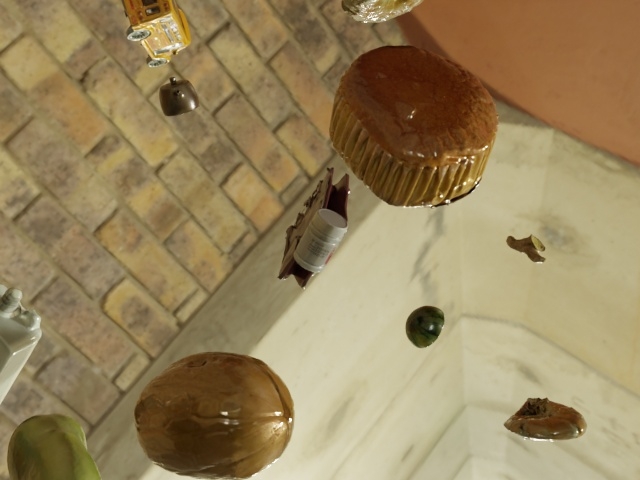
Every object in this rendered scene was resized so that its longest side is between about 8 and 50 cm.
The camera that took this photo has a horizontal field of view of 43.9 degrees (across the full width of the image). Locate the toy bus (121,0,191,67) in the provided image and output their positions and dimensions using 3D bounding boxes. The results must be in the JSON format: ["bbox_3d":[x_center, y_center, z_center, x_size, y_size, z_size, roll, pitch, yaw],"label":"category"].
[{"bbox_3d":[-0.218,-0.290,1.057,0.162,0.074,0.070,88,-16,-85],"label":"toy bus"}]

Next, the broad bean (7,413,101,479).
[{"bbox_3d":[-0.276,0.252,0.824,0.174,0.082,0.125,45,-50,54],"label":"broad bean"}]

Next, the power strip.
[{"bbox_3d":[-0.465,0.168,1.086,0.098,0.058,0.338,48,-51,8],"label":"power strip"}]

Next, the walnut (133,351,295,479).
[{"bbox_3d":[-0.133,0.220,0.999,0.207,0.167,0.167,-5,-40,25],"label":"walnut"}]

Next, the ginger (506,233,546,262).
[{"bbox_3d":[0.407,0.008,1.553,0.097,0.048,0.030,38,-14,43],"label":"ginger"}]

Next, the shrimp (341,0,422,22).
[{"bbox_3d":[0.114,-0.401,1.175,0.294,0.153,0.062,121,-43,-80],"label":"shrimp"}]

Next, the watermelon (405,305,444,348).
[{"bbox_3d":[0.232,0.191,1.818,0.062,0.106,0.105,34,-13,-28],"label":"watermelon"}]

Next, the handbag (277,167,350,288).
[{"bbox_3d":[-0.009,-0.026,1.666,0.074,0.216,0.203,27,-58,-12],"label":"handbag"}]

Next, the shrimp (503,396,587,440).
[{"bbox_3d":[0.425,0.347,1.544,0.267,0.145,0.061,-46,127,-84],"label":"shrimp"}]

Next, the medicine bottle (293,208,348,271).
[{"bbox_3d":[0.000,0.000,1.295,0.058,0.091,0.058,23,26,-12],"label":"medicine bottle"}]

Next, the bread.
[{"bbox_3d":[0.109,-0.138,0.922,0.199,0.199,0.104,35,-33,16],"label":"bread"}]

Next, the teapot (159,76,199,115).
[{"bbox_3d":[-0.288,-0.295,1.590,0.121,0.076,0.068,-125,-161,-64],"label":"teapot"}]
